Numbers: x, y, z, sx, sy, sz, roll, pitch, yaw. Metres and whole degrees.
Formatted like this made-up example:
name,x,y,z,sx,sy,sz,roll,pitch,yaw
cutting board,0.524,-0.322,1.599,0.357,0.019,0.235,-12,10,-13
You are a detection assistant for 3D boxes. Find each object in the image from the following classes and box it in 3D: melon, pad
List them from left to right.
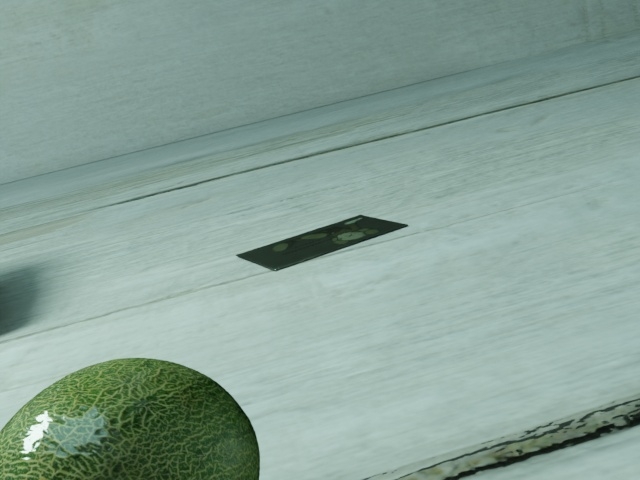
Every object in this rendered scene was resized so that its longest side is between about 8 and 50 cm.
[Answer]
name,x,y,z,sx,sy,sz,roll,pitch,yaw
melon,-0.111,0.136,0.570,0.139,0.139,0.192,-5,8,27
pad,0.000,0.000,1.318,0.190,0.004,0.127,-19,15,-24
